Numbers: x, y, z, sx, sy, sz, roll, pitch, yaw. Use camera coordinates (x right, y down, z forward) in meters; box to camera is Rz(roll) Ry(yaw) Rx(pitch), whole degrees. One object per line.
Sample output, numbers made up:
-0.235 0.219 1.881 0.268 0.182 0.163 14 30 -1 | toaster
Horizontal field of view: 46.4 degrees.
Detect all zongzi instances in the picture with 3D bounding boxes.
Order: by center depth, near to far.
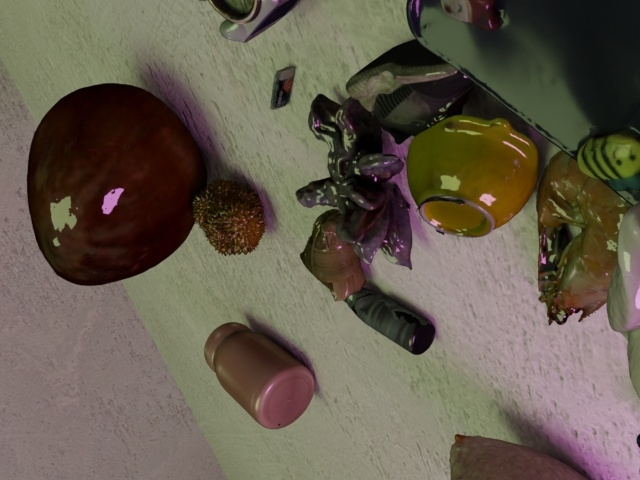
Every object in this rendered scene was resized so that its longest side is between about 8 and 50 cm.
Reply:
0.000 0.000 1.276 0.176 0.079 0.160 38 145 49 | zongzi

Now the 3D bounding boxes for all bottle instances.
-0.156 0.325 1.847 0.297 0.173 0.206 29 178 44 | bottle

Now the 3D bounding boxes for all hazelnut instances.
-0.420 -0.103 1.521 0.353 0.420 0.421 19 156 -10 | hazelnut

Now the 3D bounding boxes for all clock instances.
-0.131 -0.381 0.950 0.243 0.146 0.200 53 150 -5 | clock

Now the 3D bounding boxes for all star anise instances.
0.050 -0.076 1.043 0.282 0.129 0.212 90 155 -45 | star anise

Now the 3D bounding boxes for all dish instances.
0.160 -0.056 0.827 0.149 0.080 0.207 19 160 3 | dish

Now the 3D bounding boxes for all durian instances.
-0.177 -0.047 1.468 0.168 0.137 0.158 77 168 -63 | durian

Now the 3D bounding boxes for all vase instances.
0.099 0.120 1.255 0.211 0.060 0.059 31 145 44 | vase

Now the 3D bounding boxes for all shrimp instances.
0.274 0.008 0.806 0.145 0.061 0.267 52 163 34 | shrimp

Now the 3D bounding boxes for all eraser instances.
-0.059 -0.231 1.141 0.019 0.027 0.099 55 156 20 | eraser

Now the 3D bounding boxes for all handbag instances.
0.233 -0.196 0.559 0.329 0.122 0.303 46 153 17 | handbag

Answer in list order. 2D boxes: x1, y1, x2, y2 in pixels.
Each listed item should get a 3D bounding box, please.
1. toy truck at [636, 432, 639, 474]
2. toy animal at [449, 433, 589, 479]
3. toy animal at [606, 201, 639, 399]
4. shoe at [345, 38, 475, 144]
0.414 0.246 0.848 0.056 0.090 0.073 121 156 -64 | toy truck
0.307 0.413 1.040 0.358 0.227 0.188 40 124 28 | toy animal
0.351 0.068 0.595 0.272 0.205 0.265 12 157 8 | toy animal
0.121 -0.165 0.834 0.112 0.099 0.227 57 160 -20 | shoe
